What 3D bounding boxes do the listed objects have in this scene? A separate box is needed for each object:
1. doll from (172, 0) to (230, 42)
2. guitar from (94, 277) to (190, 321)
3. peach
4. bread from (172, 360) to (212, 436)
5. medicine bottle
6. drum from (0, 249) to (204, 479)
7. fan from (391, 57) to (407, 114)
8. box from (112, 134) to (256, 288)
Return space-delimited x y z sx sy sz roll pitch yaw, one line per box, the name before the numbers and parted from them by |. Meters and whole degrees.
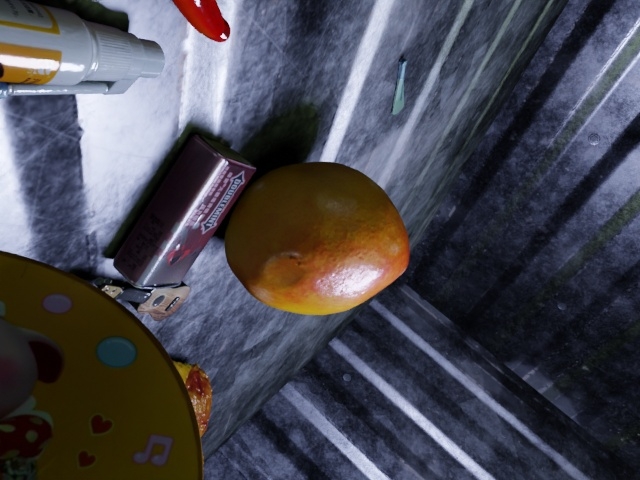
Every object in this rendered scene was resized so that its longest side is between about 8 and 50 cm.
doll | -0.128 -0.278 0.368 0.188 0.099 0.384 -54 170 7
guitar | -0.288 0.084 0.814 0.084 0.038 0.271 -51 167 -2
peach | -0.001 0.000 0.934 0.289 0.307 0.289 -51 154 -38
bread | -0.322 0.334 1.072 0.380 0.109 0.186 71 25 -71
medicine bottle | -0.231 -0.152 0.431 0.092 0.061 0.220 -31 175 31
drum | -0.311 0.210 0.368 0.431 0.431 0.214 -27 153 -54
fan | 0.179 -0.344 1.168 0.038 0.016 0.193 -45 164 -10
box | -0.194 -0.038 0.752 0.224 0.069 0.120 -55 163 9
